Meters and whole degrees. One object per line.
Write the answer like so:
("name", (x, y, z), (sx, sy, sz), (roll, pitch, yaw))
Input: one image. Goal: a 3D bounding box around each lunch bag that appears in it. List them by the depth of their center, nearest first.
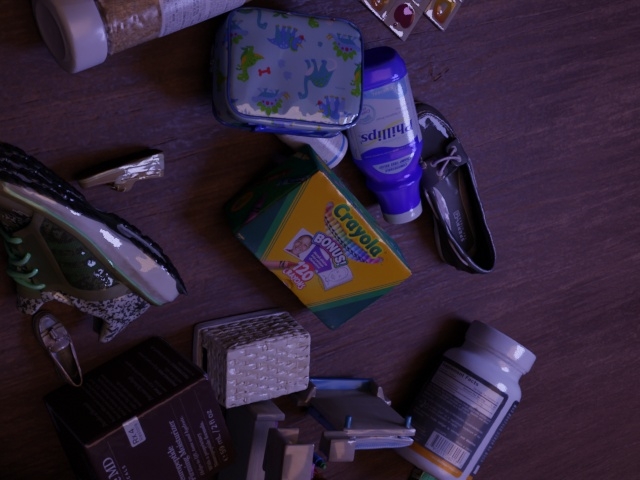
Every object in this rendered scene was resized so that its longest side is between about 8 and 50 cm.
("lunch bag", (-0.048, -0.237, 1.681), (0.219, 0.090, 0.176), (3, 82, -23))

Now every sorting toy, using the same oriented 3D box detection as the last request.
("sorting toy", (-0.021, 0.394, 2.010), (0.061, 0.042, 0.102), (-33, 123, -21))

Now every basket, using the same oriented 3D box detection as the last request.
("basket", (-0.105, 0.185, 1.834), (0.167, 0.103, 0.113), (-10, 112, -32))

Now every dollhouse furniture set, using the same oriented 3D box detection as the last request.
("dollhouse furniture set", (0.018, 0.360, 1.865), (0.303, 0.286, 0.198), (3, 103, -24))

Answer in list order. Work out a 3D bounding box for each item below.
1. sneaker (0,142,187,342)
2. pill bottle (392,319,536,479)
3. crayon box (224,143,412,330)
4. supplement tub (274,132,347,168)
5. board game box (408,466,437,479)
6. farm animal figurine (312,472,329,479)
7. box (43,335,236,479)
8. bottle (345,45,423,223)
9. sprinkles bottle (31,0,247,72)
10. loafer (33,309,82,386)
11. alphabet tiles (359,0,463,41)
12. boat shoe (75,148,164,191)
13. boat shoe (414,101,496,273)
("sneaker", (-0.369, 0.019, 1.571), (0.182, 0.158, 0.410), (-50, 125, 3))
("pill bottle", (0.260, 0.294, 2.095), (0.162, 0.162, 0.278), (36, 84, -38))
("crayon box", (0.000, 0.000, 1.819), (0.165, 0.081, 0.278), (-36, 128, 10))
("supplement tub", (-0.015, -0.161, 1.791), (0.107, 0.071, 0.071), (36, 85, -37))
("board game box", (0.183, 0.538, 2.217), (0.136, 0.030, 0.260), (29, 89, -36))
("farm animal figurine", (-0.011, 0.585, 1.986), (0.326, 0.172, 0.330), (27, 100, -44))
("box", (-0.264, 0.279, 1.716), (0.203, 0.167, 0.168), (-29, 122, -23))
("bottle", (0.101, -0.161, 1.852), (0.118, 0.092, 0.283), (-16, 119, -2))
("sprinkles bottle", (-0.201, -0.340, 1.561), (0.355, 0.121, 0.121), (-27, 120, -25))
("loafer", (-0.372, 0.156, 1.676), (0.045, 0.039, 0.125), (-32, 123, -22))
("alphabet tiles", (0.169, -0.501, 1.834), (0.285, 0.011, 0.343), (36, 85, -39))
("boat shoe", (-0.278, -0.091, 1.645), (0.135, 0.050, 0.045), (-20, 112, -28))
("boat shoe", (0.225, -0.084, 1.972), (0.112, 0.095, 0.335), (-36, 124, -20))
